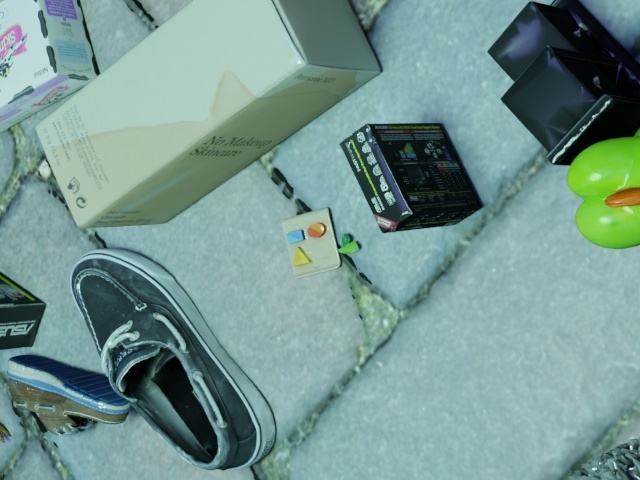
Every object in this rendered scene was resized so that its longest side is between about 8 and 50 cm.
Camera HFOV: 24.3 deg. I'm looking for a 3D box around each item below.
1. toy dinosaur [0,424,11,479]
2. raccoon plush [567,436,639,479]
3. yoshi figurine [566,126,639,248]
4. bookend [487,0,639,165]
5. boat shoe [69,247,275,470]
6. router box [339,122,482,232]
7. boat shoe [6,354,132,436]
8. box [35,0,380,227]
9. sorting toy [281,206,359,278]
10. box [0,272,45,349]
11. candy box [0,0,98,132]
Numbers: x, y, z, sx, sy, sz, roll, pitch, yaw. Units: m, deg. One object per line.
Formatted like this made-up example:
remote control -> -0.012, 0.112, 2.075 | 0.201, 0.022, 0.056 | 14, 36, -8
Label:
toy dinosaur -> -0.424, 0.231, 1.709 | 0.112, 0.064, 0.211 | -41, 70, 29
raccoon plush -> 0.295, 0.273, 1.036 | 0.216, 0.446, 0.299 | -21, 66, 19
yoshi figurine -> 0.374, -0.071, 1.123 | 0.362, 0.203, 0.204 | -8, 61, 22
bookend -> 0.199, -0.139, 1.229 | 0.072, 0.156, 0.157 | -49, 65, 24
boat shoe -> -0.175, 0.120, 1.516 | 0.301, 0.102, 0.108 | 48, 116, 22
router box -> 0.082, -0.058, 1.329 | 0.038, 0.122, 0.092 | -34, 73, 34
boat shoe -> -0.271, 0.176, 1.611 | 0.183, 0.066, 0.066 | 15, 105, 42
box -> -0.113, -0.138, 1.444 | 0.311, 0.148, 0.121 | -33, 75, 31
sorting toy -> 0.000, 0.000, 1.450 | 0.083, 0.012, 0.062 | -15, 83, 33
box -> -0.474, 0.039, 1.646 | 0.270, 0.216, 0.060 | 30, 106, 28
candy box -> -0.346, -0.238, 1.638 | 0.164, 0.070, 0.196 | -23, 78, 32
